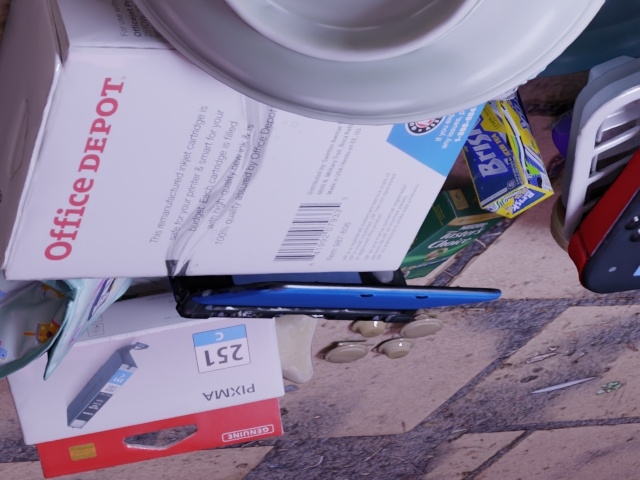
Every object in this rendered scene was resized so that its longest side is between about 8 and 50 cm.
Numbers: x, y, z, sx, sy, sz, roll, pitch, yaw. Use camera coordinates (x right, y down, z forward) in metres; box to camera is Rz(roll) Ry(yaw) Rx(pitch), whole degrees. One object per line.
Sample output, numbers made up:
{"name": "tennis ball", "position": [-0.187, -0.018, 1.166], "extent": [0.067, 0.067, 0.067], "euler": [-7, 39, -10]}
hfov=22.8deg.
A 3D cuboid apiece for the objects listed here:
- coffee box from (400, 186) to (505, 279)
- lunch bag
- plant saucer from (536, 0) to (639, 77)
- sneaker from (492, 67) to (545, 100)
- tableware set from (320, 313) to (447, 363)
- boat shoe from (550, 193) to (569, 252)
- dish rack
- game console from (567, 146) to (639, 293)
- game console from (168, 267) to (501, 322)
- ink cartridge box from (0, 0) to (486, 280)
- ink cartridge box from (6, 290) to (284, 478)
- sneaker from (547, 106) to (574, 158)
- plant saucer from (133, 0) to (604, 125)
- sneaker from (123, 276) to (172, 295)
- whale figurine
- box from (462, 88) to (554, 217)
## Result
{"name": "coffee box", "position": [0.137, -0.006, 1.917], "extent": [0.113, 0.040, 0.184], "euler": [-7, 157, -44]}
{"name": "lunch bag", "position": [-0.289, 0.036, 1.560], "extent": [0.262, 0.160, 0.223], "euler": [-20, -163, 28]}
{"name": "plant saucer", "position": [0.284, -0.240, 1.484], "extent": [0.317, 0.043, 0.317], "euler": [-15, 164, -4]}
{"name": "sneaker", "position": [0.186, -0.159, 1.531], "extent": [0.098, 0.038, 0.069], "euler": [-14, 169, 34]}
{"name": "tableware set", "position": [0.089, 0.138, 2.239], "extent": [0.141, 0.020, 0.168], "euler": [2, 152, -27]}
{"name": "boat shoe", "position": [0.411, -0.002, 1.995], "extent": [0.341, 0.121, 0.110], "euler": [2, 150, -33]}
{"name": "dish rack", "position": [0.393, -0.137, 1.634], "extent": [0.333, 0.072, 0.285], "euler": [-21, 151, -8]}
{"name": "game console", "position": [0.469, -0.077, 1.664], "extent": [0.386, 0.060, 0.342], "euler": [-6, 146, -33]}
{"name": "game console", "position": [0.000, 0.000, 1.661], "extent": [0.293, 0.250, 0.173], "euler": [3, 141, -32]}
{"name": "ink cartridge box", "position": [-0.082, -0.115, 1.404], "extent": [0.395, 0.166, 0.285], "euler": [-1, 140, -25]}
{"name": "ink cartridge box", "position": [-0.189, 0.177, 1.787], "extent": [0.296, 0.066, 0.261], "euler": [-10, 130, -5]}
{"name": "sneaker", "position": [0.368, -0.068, 1.807], "extent": [0.102, 0.146, 0.293], "euler": [-29, 152, 28]}
{"name": "plant saucer", "position": [0.021, -0.237, 1.090], "extent": [0.400, 0.100, 0.400], "euler": [5, 124, 7]}
{"name": "sneaker", "position": [-0.188, 0.018, 1.783], "extent": [0.262, 0.099, 0.121], "euler": [7, 156, -24]}
{"name": "whale figurine", "position": [-0.135, 0.122, 1.936], "extent": [0.272, 0.216, 0.141], "euler": [-1, -170, -33]}
{"name": "box", "position": [0.174, -0.111, 1.592], "extent": [0.059, 0.169, 0.054], "euler": [-31, 150, 32]}
